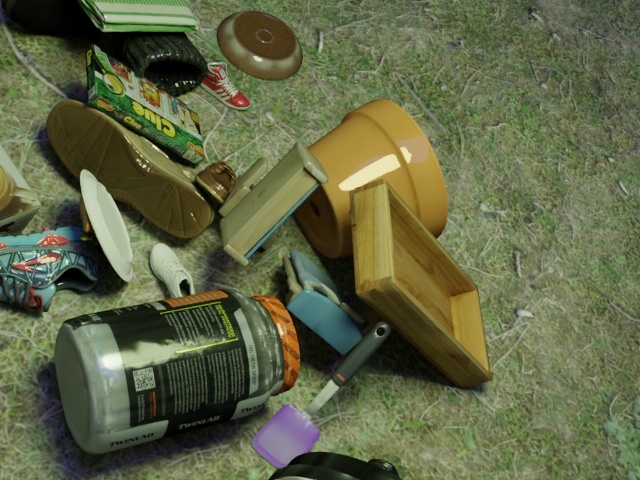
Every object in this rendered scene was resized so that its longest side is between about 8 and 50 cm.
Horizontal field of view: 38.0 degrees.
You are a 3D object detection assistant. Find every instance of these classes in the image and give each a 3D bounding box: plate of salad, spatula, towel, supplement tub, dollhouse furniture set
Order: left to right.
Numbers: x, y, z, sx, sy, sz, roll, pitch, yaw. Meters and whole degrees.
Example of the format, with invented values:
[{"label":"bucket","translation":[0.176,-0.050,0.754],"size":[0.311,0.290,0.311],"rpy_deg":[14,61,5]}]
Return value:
[{"label":"plate of salad","translation":[-0.360,-0.021,1.534],"size":[0.048,0.200,0.199],"rpy_deg":[-22,65,0]},{"label":"towel","translation":[-0.399,-0.509,1.780],"size":[0.248,0.038,0.325],"rpy_deg":[-13,56,-47]},{"label":"supplement tub","translation":[-0.216,0.190,1.426],"size":[0.338,0.207,0.207],"rpy_deg":[-9,62,-30]},{"label":"dollhouse furniture set","translation":[0.000,0.000,1.624],"size":[0.303,0.198,0.286],"rpy_deg":[42,9,-21]},{"label":"spatula","translation":[0.012,0.246,1.507],"size":[0.084,0.030,0.296],"rpy_deg":[42,95,5]}]

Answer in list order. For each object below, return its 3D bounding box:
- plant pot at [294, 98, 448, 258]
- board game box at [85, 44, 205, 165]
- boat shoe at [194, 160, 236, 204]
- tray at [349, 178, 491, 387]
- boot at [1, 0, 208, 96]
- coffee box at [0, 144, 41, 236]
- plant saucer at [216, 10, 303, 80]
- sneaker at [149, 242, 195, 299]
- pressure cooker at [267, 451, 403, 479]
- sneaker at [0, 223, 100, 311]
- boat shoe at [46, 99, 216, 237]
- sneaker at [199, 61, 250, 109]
[{"label":"plant pot","translation":[0.071,-0.092,1.733],"size":[0.203,0.291,0.291],"rpy_deg":[-25,70,-21]},{"label":"board game box","translation":[-0.320,-0.246,1.710],"size":[0.260,0.030,0.136],"rpy_deg":[30,38,-43]},{"label":"boat shoe","translation":[-0.184,-0.111,1.663],"size":[0.064,0.060,0.178],"rpy_deg":[46,3,-15]},{"label":"tray","translation":[0.179,0.087,1.624],"size":[0.411,0.076,0.202],"rpy_deg":[43,36,-46]},{"label":"boot","translation":[-0.408,-0.396,1.793],"size":[0.348,0.131,0.260],"rpy_deg":[-13,64,-32]},{"label":"coffee box","translation":[-0.609,-0.046,1.418],"size":[0.297,0.119,0.168],"rpy_deg":[-29,82,-47]},{"label":"plant saucer","translation":[-0.125,-0.434,2.018],"size":[0.199,0.036,0.198],"rpy_deg":[13,53,-18]},{"label":"sneaker","translation":[-0.246,0.062,1.597],"size":[0.054,0.061,0.152],"rpy_deg":[-16,64,-31]},{"label":"pressure cooker","translation":[0.029,0.488,1.220],"size":[0.370,0.375,0.420],"rpy_deg":[41,53,0]},{"label":"sneaker","translation":[-0.468,0.056,1.467],"size":[0.262,0.104,0.125],"rpy_deg":[-16,68,-33]},{"label":"boat shoe","translation":[-0.337,-0.125,1.664],"size":[0.341,0.121,0.110],"rpy_deg":[39,11,-2]},{"label":"sneaker","translation":[-0.189,-0.315,1.883],"size":[0.118,0.067,0.042],"rpy_deg":[31,50,-3]}]
